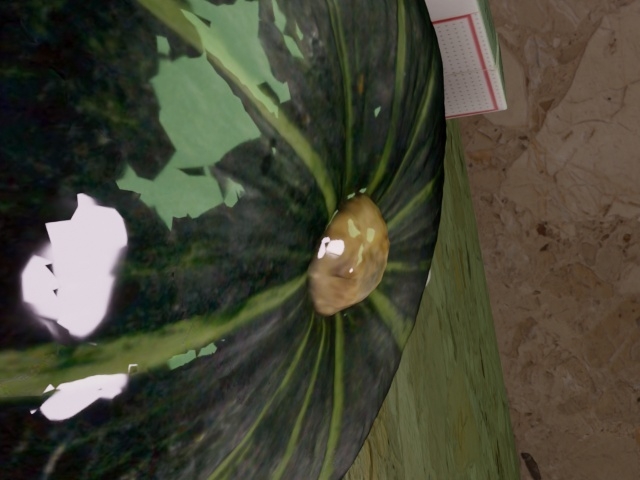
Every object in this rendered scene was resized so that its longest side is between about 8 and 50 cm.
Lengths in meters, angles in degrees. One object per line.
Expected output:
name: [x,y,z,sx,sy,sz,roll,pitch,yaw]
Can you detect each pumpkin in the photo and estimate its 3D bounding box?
pumpkin: [-0.087,-0.019,0.482,0.323,0.241,0.323,9,90,-70]

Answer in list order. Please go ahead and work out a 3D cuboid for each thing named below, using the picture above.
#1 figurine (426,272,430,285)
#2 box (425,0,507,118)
figurine: [0.000,0.000,1.055,0.235,0.155,0.127,62,37,-68]
box: [0.078,-0.243,1.428,0.330,0.210,0.095,57,28,-62]
